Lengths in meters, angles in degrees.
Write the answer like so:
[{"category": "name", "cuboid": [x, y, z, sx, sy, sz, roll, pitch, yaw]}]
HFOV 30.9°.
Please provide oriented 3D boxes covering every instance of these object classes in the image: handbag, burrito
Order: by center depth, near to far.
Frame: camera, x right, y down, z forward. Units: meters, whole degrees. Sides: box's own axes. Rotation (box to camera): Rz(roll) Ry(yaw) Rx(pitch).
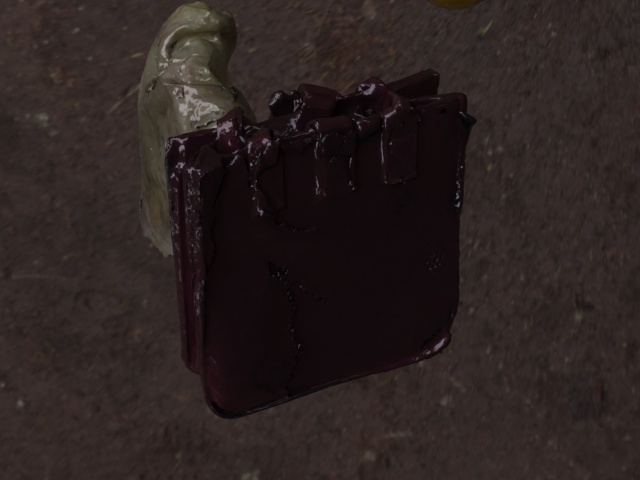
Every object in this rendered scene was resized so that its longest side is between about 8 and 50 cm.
[{"category": "handbag", "cuboid": [-0.002, -0.001, 0.769, 0.203, 0.074, 0.216, -18, 125, -25]}, {"category": "burrito", "cuboid": [-0.117, -0.074, 1.066, 0.107, 0.348, 0.175, 4, 70, -9]}]

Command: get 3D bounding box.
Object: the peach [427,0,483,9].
[{"category": "peach", "cuboid": [0.087, -0.274, 1.076, 0.179, 0.179, 0.103, 13, 100, 10]}]
